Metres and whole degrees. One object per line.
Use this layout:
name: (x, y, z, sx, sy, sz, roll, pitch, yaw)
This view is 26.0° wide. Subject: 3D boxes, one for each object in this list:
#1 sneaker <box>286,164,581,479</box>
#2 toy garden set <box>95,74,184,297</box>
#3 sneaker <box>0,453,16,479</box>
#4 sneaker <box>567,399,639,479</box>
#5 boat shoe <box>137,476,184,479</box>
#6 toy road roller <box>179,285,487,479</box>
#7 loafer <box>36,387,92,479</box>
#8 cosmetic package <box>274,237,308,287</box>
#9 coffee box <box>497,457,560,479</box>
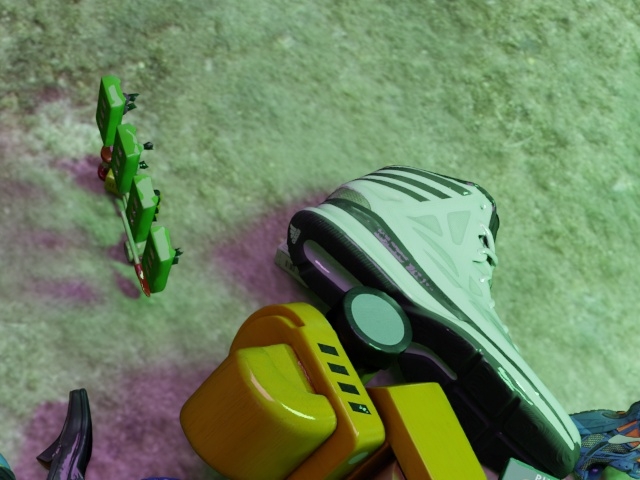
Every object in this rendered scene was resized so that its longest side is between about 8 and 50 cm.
sneaker: (0.195, 0.070, 1.704, 0.447, 0.169, 0.257, 46, 54, 10)
toy garden set: (-0.219, -0.052, 1.701, 0.049, 0.204, 0.244, -14, 71, -18)
sneaker: (-0.431, 0.305, 1.518, 0.209, 0.069, 0.082, -40, 39, -19)
sneaker: (0.384, 0.235, 1.634, 0.083, 0.221, 0.087, 9, 69, -44)
boat shoe: (-0.135, 0.315, 1.551, 0.183, 0.066, 0.066, 15, 59, -7)
toy road roller: (-0.002, 0.222, 1.509, 0.241, 0.202, 0.329, -4, 56, -43)
loafer: (-0.292, 0.245, 1.574, 0.061, 0.062, 0.170, 2, 57, -3)
cosmetic package: (0.000, 0.000, 1.786, 0.060, 0.041, 0.115, 36, 60, 13)
coffee box: (0.230, 0.354, 1.580, 0.113, 0.040, 0.184, 22, 74, 4)
